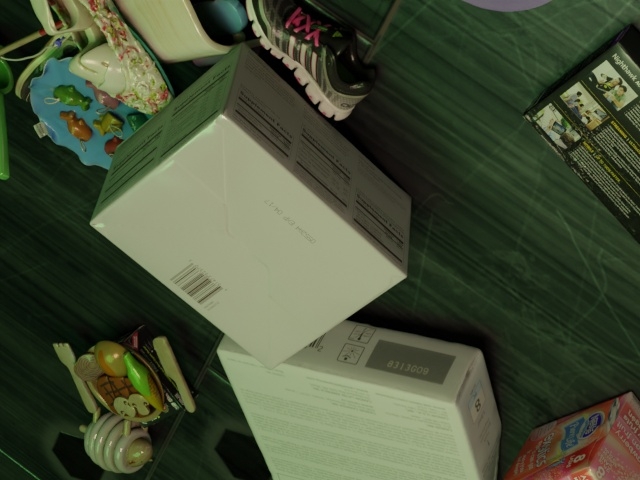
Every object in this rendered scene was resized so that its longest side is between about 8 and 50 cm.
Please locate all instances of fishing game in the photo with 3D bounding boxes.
[{"bbox_3d":[-0.257,-0.135,1.744,0.189,0.041,0.264,-13,129,41],"label":"fishing game"}]

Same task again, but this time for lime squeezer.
[{"bbox_3d":[-0.411,-0.189,1.787,0.310,0.110,0.059,43,180,43],"label":"lime squeezer"}]

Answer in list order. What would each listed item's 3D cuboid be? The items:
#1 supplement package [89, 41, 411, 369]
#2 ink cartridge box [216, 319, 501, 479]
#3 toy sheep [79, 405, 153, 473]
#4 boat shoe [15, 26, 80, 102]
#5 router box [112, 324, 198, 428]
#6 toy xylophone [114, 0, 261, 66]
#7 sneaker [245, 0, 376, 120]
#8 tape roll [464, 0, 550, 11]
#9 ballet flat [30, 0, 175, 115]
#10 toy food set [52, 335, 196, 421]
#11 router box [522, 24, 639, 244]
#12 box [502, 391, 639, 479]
[{"bbox_3d":[-0.067,-0.031,1.588,0.204,0.145,0.262,-36,116,28],"label":"supplement package"},{"bbox_3d":[0.072,0.246,1.839,0.308,0.091,0.385,10,142,27],"label":"ink cartridge box"},{"bbox_3d":[-0.275,0.268,2.056,0.132,0.091,0.091,18,130,40],"label":"toy sheep"},{"bbox_3d":[-0.303,-0.200,1.760,0.049,0.056,0.152,49,134,1],"label":"boat shoe"},{"bbox_3d":[-0.231,0.179,1.992,0.092,0.038,0.122,-28,103,43],"label":"router box"},{"bbox_3d":[-0.194,-0.315,1.586,0.236,0.081,0.322,9,128,44],"label":"toy xylophone"},{"bbox_3d":[-0.004,-0.204,1.560,0.075,0.063,0.170,-26,110,42],"label":"sneaker"},{"bbox_3d":[0.170,-0.306,1.362,0.189,0.080,0.189,16,128,22],"label":"tape roll"},{"bbox_3d":[-0.247,-0.220,1.594,0.091,0.077,0.241,-18,108,55],"label":"ballet flat"},{"bbox_3d":[-0.260,0.184,1.959,0.192,0.038,0.132,-6,117,35],"label":"toy food set"},{"bbox_3d":[0.300,-0.096,1.448,0.179,0.046,0.133,47,133,-5],"label":"router box"},{"bbox_3d":[0.346,0.335,1.656,0.154,0.142,0.300,-29,102,42],"label":"box"}]
